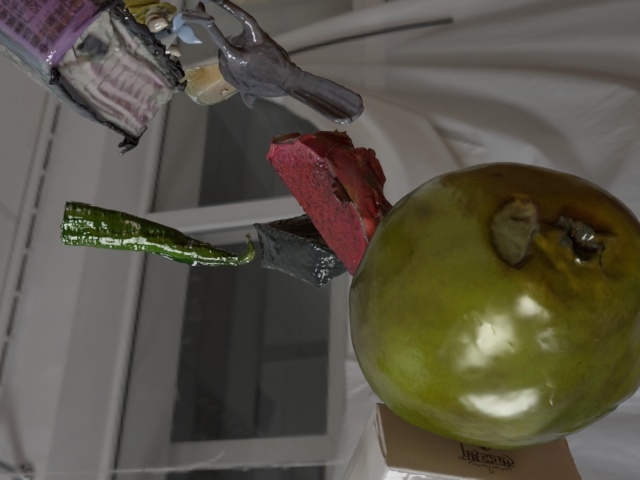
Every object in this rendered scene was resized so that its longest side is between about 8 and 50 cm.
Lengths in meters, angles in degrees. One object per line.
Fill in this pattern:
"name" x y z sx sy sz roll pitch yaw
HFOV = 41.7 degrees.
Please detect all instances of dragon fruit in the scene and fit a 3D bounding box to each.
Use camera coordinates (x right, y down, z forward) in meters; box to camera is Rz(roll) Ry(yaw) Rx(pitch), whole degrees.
"dragon fruit" 0.048 -0.080 1.263 0.274 0.126 0.161 55 159 11

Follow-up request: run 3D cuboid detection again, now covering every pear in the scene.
"pear" 0.158 0.057 0.747 0.321 0.269 0.269 132 143 -59

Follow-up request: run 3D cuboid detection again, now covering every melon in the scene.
"melon" -0.177 -0.263 1.430 0.182 0.098 0.054 129 117 -88

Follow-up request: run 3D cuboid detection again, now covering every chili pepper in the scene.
"chili pepper" -0.290 -0.005 1.510 0.076 0.359 0.085 -70 -12 -77

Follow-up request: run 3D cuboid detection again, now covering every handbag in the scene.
"handbag" 0.000 0.000 1.495 0.175 0.270 0.088 -22 -66 -32

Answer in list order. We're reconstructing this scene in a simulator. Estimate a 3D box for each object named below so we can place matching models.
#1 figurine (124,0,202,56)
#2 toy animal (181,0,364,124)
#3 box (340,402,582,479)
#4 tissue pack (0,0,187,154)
"figurine" -0.314 -0.379 1.462 0.128 0.208 0.183 74 -160 -71
"toy animal" -0.090 -0.243 1.098 0.206 0.081 0.367 47 170 -25
"box" 0.161 0.319 1.025 0.111 0.260 0.194 -102 26 -55
"tissue pack" -0.324 -0.263 0.849 0.122 0.361 0.259 -49 -10 -2
